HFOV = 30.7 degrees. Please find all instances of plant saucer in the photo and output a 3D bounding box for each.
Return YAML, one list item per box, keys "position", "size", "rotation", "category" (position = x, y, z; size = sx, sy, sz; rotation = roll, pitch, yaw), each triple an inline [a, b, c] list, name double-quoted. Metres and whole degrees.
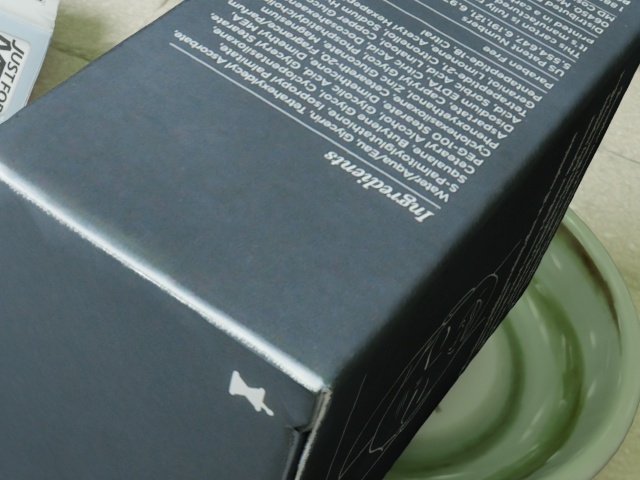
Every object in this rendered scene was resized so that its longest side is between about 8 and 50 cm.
- position: [0.055, 0.070, 0.943]
  size: [0.400, 0.100, 0.400]
  rotation: [7, 47, -8]
  category: "plant saucer"

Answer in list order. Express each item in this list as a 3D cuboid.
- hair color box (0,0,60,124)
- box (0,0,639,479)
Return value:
- position: [-0.415, -0.239, 0.996]
  size: [0.374, 0.113, 0.185]
  rotation: [20, 29, -18]
  category: "hair color box"
- position: [0.000, 0.000, 0.723]
  size: [0.212, 0.293, 0.395]
  rotation: [32, 48, 15]
  category: "box"
